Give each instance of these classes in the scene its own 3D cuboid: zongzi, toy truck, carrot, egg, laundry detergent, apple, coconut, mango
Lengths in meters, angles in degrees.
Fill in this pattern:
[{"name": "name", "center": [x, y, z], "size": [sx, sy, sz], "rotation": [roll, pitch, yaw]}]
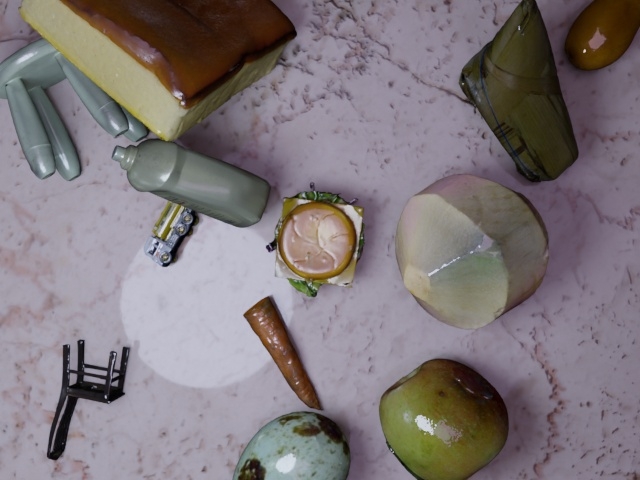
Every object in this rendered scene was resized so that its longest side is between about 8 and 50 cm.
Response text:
[{"name": "zongzi", "center": [0.353, -0.232, 1.306], "size": [0.123, 0.289, 0.260], "rotation": [-32, 88, -11]}, {"name": "toy truck", "center": [-0.265, -0.017, 1.444], "size": [0.063, 0.052, 0.123], "rotation": [30, 90, 6]}, {"name": "carrot", "center": [-0.062, 0.210, 1.443], "size": [0.057, 0.057, 0.224], "rotation": [-29, 94, 2]}, {"name": "egg", "center": [-0.055, 0.389, 1.381], "size": [0.231, 0.169, 0.169], "rotation": [-39, 89, 14]}, {"name": "laundry detergent", "center": [-0.222, -0.100, 1.350], "size": [0.253, 0.181, 0.091], "rotation": [20, 83, -25]}, {"name": "apple", "center": [0.207, 0.301, 1.378], "size": [0.207, 0.174, 0.188], "rotation": [-43, 91, -14]}, {"name": "coconut", "center": [0.240, 0.023, 1.343], "size": [0.259, 0.259, 0.259], "rotation": [0, 90, 2]}, {"name": "mango", "center": [0.498, -0.370, 1.402], "size": [0.102, 0.085, 0.184], "rotation": [45, 86, 1]}]

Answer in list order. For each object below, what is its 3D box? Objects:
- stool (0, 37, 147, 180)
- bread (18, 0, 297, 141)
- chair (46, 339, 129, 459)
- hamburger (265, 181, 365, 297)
[{"name": "stool", "center": [-0.425, -0.226, 1.384], "size": [0.195, 0.195, 0.198], "rotation": [-31, 95, 2]}, {"name": "bread", "center": [-0.252, -0.356, 1.325], "size": [0.333, 0.143, 0.323], "rotation": [40, 47, -1]}, {"name": "chair", "center": [-0.408, 0.289, 1.436], "size": [0.102, 0.084, 0.212], "rotation": [8, 90, 6]}, {"name": "hamburger", "center": [-0.003, 0.003, 1.414], "size": [0.164, 0.093, 0.189], "rotation": [20, 89, 4]}]
